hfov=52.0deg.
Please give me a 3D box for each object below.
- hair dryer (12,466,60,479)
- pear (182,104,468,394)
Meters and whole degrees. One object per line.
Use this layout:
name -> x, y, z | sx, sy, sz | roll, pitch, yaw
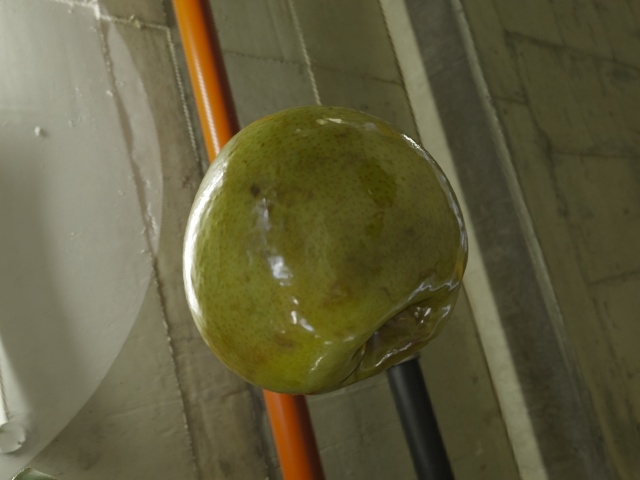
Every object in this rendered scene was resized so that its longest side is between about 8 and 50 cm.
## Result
hair dryer -> -0.206, 0.297, 0.538 | 0.206, 0.075, 0.237 | 35, -174, -5
pear -> 0.000, 0.000, 0.699 | 0.304, 0.304, 0.304 | 18, -119, -36
